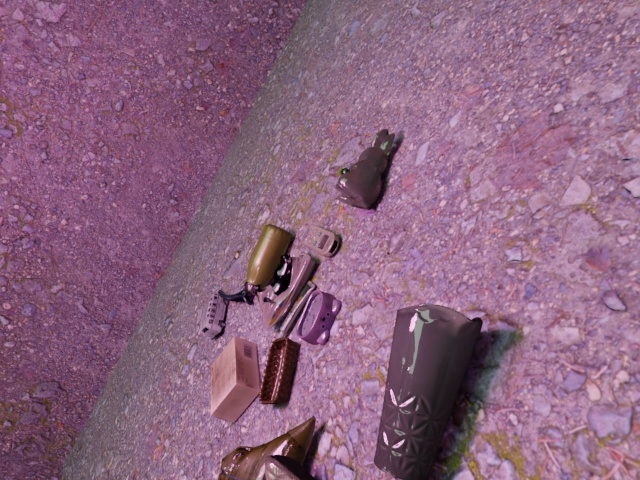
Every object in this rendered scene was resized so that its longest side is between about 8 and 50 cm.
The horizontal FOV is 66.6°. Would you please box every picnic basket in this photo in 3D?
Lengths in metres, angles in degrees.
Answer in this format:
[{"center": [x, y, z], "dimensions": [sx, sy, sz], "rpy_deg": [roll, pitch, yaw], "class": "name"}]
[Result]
[{"center": [-0.119, 0.382, 1.417], "dimensions": [0.110, 0.054, 0.194], "rpy_deg": [-25, 44, 49], "class": "picnic basket"}]

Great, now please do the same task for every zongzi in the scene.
[{"center": [-0.137, 0.539, 1.231], "dimensions": [0.250, 0.125, 0.275], "rpy_deg": [4, 65, 52], "class": "zongzi"}]

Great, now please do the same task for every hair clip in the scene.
[{"center": [-0.344, 0.216, 1.935], "dimensions": [0.275, 0.048, 0.083], "rpy_deg": [-8, 61, 48], "class": "hair clip"}]

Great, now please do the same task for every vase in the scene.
[{"center": [0.182, 0.275, 0.908], "dimensions": [0.251, 0.156, 0.301], "rpy_deg": [160, 127, -74], "class": "vase"}]

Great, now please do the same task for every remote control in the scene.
[{"center": [0.000, 0.000, 1.576], "dimensions": [0.078, 0.042, 0.221], "rpy_deg": [-62, 28, -1], "class": "remote control"}]

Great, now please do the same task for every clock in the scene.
[{"center": [-0.006, 0.217, 1.375], "dimensions": [0.110, 0.050, 0.153], "rpy_deg": [4, 69, 61], "class": "clock"}]

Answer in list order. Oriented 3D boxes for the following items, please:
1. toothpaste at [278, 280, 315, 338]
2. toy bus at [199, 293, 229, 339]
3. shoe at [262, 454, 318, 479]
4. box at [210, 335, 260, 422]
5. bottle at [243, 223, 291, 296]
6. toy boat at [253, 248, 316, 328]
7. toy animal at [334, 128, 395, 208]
[{"center": [-0.077, 0.220, 1.520], "dimensions": [0.204, 0.031, 0.049], "rpy_deg": [-60, 28, 1], "class": "toothpaste"}, {"center": [-0.441, 0.304, 2.019], "dimensions": [0.087, 0.089, 0.194], "rpy_deg": [-40, 33, 37], "class": "toy bus"}, {"center": [-0.050, 0.560, 1.038], "dimensions": [0.227, 0.099, 0.112], "rpy_deg": [30, 90, 38], "class": "shoe"}, {"center": [-0.283, 0.452, 1.598], "dimensions": [0.168, 0.095, 0.212], "rpy_deg": [-50, 29, 20], "class": "box"}, {"center": [-0.202, 0.075, 1.784], "dimensions": [0.112, 0.112, 0.260], "rpy_deg": [10, 74, 62], "class": "bottle"}, {"center": [-0.127, 0.147, 1.571], "dimensions": [0.269, 0.141, 0.140], "rpy_deg": [-50, 26, -8], "class": "toy boat"}, {"center": [0.149, -0.212, 1.458], "dimensions": [0.251, 0.127, 0.125], "rpy_deg": [-54, 13, -15], "class": "toy animal"}]
